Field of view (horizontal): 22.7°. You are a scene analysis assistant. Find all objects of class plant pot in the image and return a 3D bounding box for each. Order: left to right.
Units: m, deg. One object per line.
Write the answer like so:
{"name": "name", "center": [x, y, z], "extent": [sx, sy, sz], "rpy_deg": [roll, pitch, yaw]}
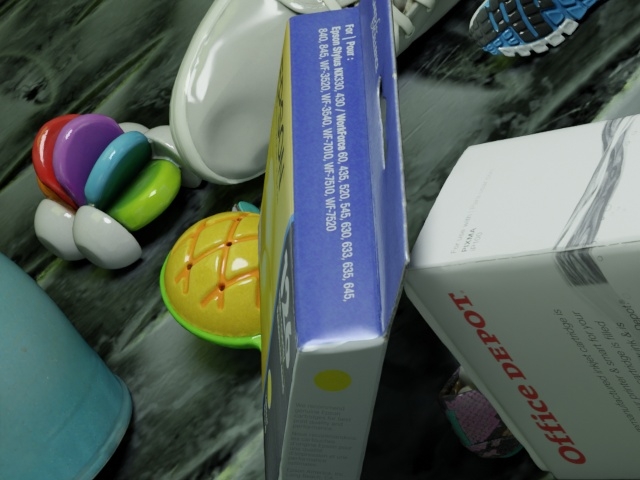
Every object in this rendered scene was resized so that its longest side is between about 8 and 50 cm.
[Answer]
{"name": "plant pot", "center": [-0.337, 0.101, 1.320], "extent": [0.272, 0.255, 0.271], "rpy_deg": [-25, 22, 11]}

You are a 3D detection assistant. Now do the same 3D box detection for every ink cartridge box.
{"name": "ink cartridge box", "center": [0.000, 0.000, 1.074], "extent": [0.072, 0.307, 0.303], "rpy_deg": [2, 48, -4]}
{"name": "ink cartridge box", "center": [0.220, 0.032, 0.900], "extent": [0.283, 0.207, 0.117], "rpy_deg": [-8, 41, 42]}

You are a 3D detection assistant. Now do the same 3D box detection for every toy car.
{"name": "toy car", "center": [-0.217, -0.067, 1.578], "extent": [0.182, 0.136, 0.159], "rpy_deg": [10, 55, 52]}

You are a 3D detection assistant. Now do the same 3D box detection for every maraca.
{"name": "maraca", "center": [-0.050, 0.040, 1.300], "extent": [0.186, 0.099, 0.127], "rpy_deg": [30, 66, 32]}

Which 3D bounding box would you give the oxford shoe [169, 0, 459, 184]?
{"name": "oxford shoe", "center": [0.035, -0.225, 1.498], "extent": [0.449, 0.169, 0.130], "rpy_deg": [-44, 32, -18]}

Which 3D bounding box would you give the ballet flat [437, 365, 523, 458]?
{"name": "ballet flat", "center": [0.150, 0.045, 1.086], "extent": [0.077, 0.079, 0.221], "rpy_deg": [3, 50, 50]}

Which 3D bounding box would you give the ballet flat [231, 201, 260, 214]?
{"name": "ballet flat", "center": [-0.058, 0.004, 1.417], "extent": [0.041, 0.041, 0.114], "rpy_deg": [-38, 30, 2]}

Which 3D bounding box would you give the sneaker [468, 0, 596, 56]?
{"name": "sneaker", "center": [0.209, -0.228, 1.412], "extent": [0.191, 0.071, 0.083], "rpy_deg": [-33, 23, -6]}
